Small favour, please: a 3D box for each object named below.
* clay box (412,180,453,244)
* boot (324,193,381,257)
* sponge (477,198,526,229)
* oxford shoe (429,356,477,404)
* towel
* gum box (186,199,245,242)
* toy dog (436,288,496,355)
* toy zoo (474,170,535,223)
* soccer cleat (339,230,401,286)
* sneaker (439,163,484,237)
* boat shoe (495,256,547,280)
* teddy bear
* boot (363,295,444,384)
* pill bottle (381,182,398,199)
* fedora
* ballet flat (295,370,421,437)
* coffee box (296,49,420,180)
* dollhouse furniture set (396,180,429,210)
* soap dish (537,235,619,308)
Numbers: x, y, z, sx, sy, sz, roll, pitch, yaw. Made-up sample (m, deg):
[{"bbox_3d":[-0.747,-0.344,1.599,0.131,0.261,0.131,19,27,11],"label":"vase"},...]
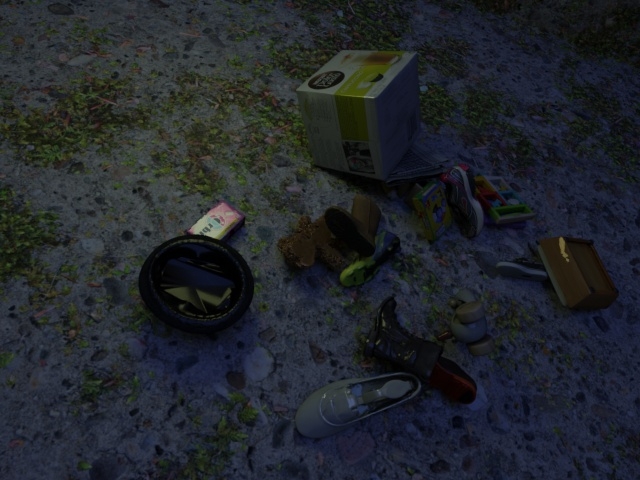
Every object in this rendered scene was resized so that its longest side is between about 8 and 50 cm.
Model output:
[{"bbox_3d":[0.437,-0.100,1.567,0.127,0.053,0.222,-42,119,-27],"label":"clay box"},{"bbox_3d":[0.121,-0.089,1.462,0.236,0.089,0.269,47,31,-21],"label":"boot"},{"bbox_3d":[0.759,-0.111,1.734,0.210,0.031,0.117,5,59,-9],"label":"sponge"},{"bbox_3d":[0.377,0.417,1.332,0.271,0.096,0.098,35,25,16],"label":"oxford shoe"},{"bbox_3d":[0.335,-0.335,1.683,0.312,0.056,0.324,-12,40,-19],"label":"towel"},{"bbox_3d":[-0.363,-0.041,1.418,0.107,0.062,0.188,36,60,8],"label":"gum box"},{"bbox_3d":[0.456,0.263,1.346,0.161,0.334,0.220,-18,77,15],"label":"toy dog"},{"bbox_3d":[0.751,-0.192,1.749,0.193,0.030,0.293,-8,51,-21],"label":"toy zoo"},{"bbox_3d":[0.167,0.065,1.483,0.289,0.093,0.121,-36,44,-23],"label":"soccer cleat"},{"bbox_3d":[0.555,-0.147,1.618,0.112,0.121,0.299,-22,102,-5],"label":"sneaker"},{"bbox_3d":[0.777,0.104,1.595,0.220,0.078,0.070,13,59,-15],"label":"boat shoe"},{"bbox_3d":[0.000,0.000,1.468,0.245,0.113,0.338,35,52,-1],"label":"teddy bear"},{"bbox_3d":[0.276,0.311,1.301,0.229,0.091,0.263,15,48,18],"label":"boot"},{"bbox_3d":[0.283,-0.205,1.670,0.043,0.043,0.083,-17,66,-21],"label":"pill bottle"},{"bbox_3d":[-0.374,0.146,1.257,0.334,0.152,0.333,7,61,-13],"label":"fedora"},{"bbox_3d":[0.121,0.464,1.206,0.401,0.139,0.139,-11,64,-18],"label":"ballet flat"},{"bbox_3d":[0.159,-0.490,1.571,0.335,0.338,0.337,18,54,31],"label":"coffee box"},{"bbox_3d":[0.392,-0.241,1.669,0.144,0.123,0.151,42,61,12],"label":"dollhouse furniture set"},{"bbox_3d":[0.997,0.118,1.584,0.229,0.118,0.290,6,58,-26],"label":"soap dish"}]
